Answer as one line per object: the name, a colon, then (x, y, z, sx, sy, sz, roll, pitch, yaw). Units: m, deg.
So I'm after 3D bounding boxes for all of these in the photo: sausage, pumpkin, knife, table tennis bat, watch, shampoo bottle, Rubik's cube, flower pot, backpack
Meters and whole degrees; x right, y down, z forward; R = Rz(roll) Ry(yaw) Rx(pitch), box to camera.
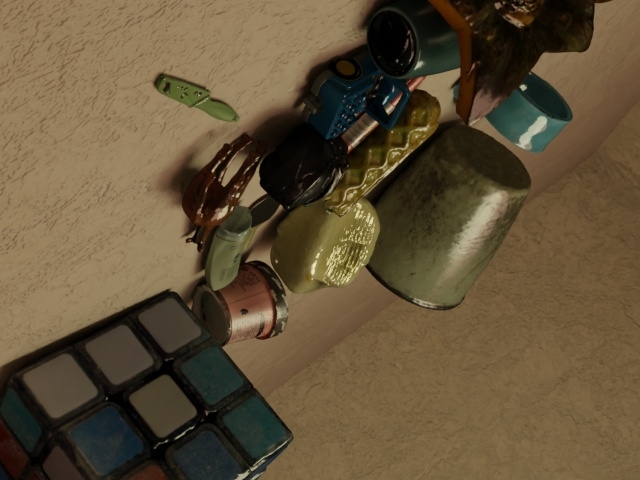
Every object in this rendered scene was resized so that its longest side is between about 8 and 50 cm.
sausage: (0.085, -0.203, 1.450, 0.253, 0.034, 0.034, -42, 166, 16)
pumpkin: (0.239, -0.313, 1.126, 0.290, 0.258, 0.095, -36, -156, -27)
knife: (-0.137, -0.164, 1.031, 0.030, 0.014, 0.207, -41, 166, 13)
table tennis bat: (-0.111, -0.032, 1.518, 0.087, 0.013, 0.156, -30, 162, -37)
watch: (0.376, -0.262, 1.682, 0.211, 0.193, 0.211, -39, 166, -11)
shampoo bottle: (-0.156, 0.015, 1.473, 0.072, 0.049, 0.212, -32, 164, -26)
Rubik's cube: (-0.320, 0.353, 1.484, 0.362, 0.363, 0.359, -25, 162, -42)
flower pot: (0.273, -0.063, 1.902, 0.294, 0.293, 0.330, -20, 149, -53)
backpack: (-0.024, -0.102, 1.273, 0.120, 0.106, 0.165, -41, -172, 26)

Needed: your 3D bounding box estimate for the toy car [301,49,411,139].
toy car: (0.066, -0.207, 1.244, 0.191, 0.100, 0.097, -34, 163, -33)

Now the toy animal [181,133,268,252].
toy animal: (-0.150, -0.056, 1.253, 0.229, 0.066, 0.224, -55, -179, 20)

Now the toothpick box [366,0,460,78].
toothpick box: (0.154, -0.285, 1.194, 0.184, 0.120, 0.120, -24, 160, -38)

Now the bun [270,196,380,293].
bun: (0.000, 0.000, 1.666, 0.229, 0.145, 0.229, -25, 126, -41)

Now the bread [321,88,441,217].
bread: (0.096, -0.154, 1.512, 0.269, 0.087, 0.098, -42, 165, 7)

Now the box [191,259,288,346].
box: (-0.155, 0.125, 1.634, 0.135, 0.151, 0.151, -18, 156, -38)

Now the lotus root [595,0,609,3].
lotus root: (0.403, -0.434, 1.260, 0.142, 0.169, 0.314, -24, 165, -5)
